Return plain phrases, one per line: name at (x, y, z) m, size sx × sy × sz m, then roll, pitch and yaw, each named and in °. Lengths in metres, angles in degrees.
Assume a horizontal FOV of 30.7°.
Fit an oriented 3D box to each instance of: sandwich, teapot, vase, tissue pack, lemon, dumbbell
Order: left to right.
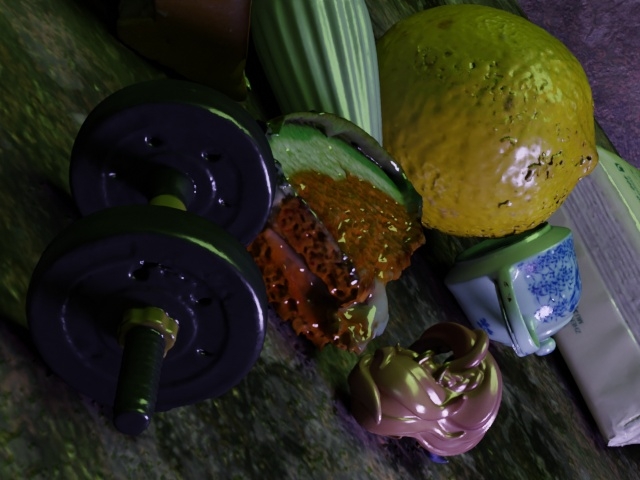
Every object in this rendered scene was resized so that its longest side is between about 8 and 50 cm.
dumbbell at (-0.101, 0.000, 0.746) m, size 0.143 × 0.143 × 0.325 m, roll 44°, pitch 25°, yaw -27°
sandwich at (-0.123, -0.229, 1.050) m, size 0.236 × 0.128 × 0.122 m, roll 96°, pitch -14°, yaw -47°
sandwich at (0.000, -0.010, 1.026) m, size 0.212 × 0.109 × 0.292 m, roll 63°, pitch 25°, yaw -2°
vase at (0.004, -0.170, 1.229) m, size 0.128 × 0.128 × 0.248 m, roll 19°, pitch 52°, yaw -56°
lemon at (0.165, -0.138, 1.324) m, size 0.310 × 0.258 × 0.258 m, roll 33°, pitch 13°, yaw 24°
teapot at (0.235, 0.066, 1.347) m, size 0.159 × 0.159 × 0.232 m, roll 56°, pitch 18°, yaw -1°
tissue pack at (0.439, 0.084, 1.649) m, size 0.297 × 0.207 × 0.381 m, roll 16°, pitch 45°, yaw -55°

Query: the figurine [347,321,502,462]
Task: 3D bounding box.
figurine at (0.097, 0.132, 1.015) m, size 0.114 × 0.126 × 0.157 m, roll 18°, pitch 4°, yaw 28°
